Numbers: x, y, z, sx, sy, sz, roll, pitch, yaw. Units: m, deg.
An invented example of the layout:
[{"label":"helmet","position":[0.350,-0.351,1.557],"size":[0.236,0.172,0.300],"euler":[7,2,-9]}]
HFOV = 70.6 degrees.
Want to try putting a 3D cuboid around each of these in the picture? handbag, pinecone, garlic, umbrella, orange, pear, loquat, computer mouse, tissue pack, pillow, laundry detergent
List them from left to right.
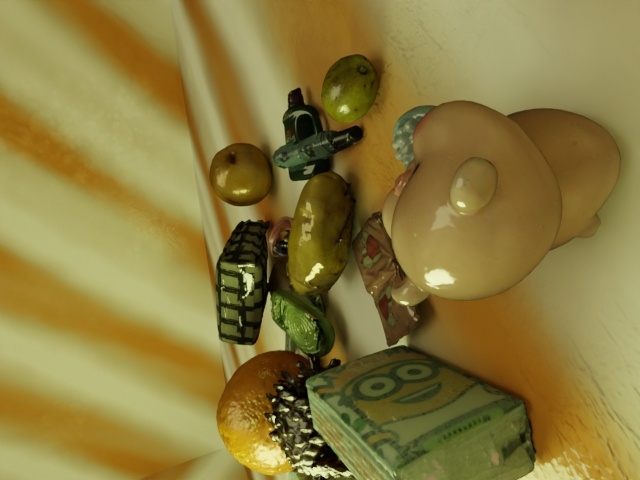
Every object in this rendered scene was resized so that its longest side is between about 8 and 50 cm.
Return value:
[{"label":"loquat","position":[-0.256,-0.210,1.461],"size":[0.208,0.207,0.208],"euler":[169,90,-67]},{"label":"handbag","position":[-0.246,0.123,1.519],"size":[0.327,0.162,0.326],"euler":[-80,-3,-61]},{"label":"orange","position":[-0.147,0.492,1.328],"size":[0.340,0.293,0.341],"euler":[12,-90,-77]},{"label":"garlic","position":[-0.111,0.157,1.434],"size":[0.196,0.086,0.102],"euler":[52,132,52]},{"label":"computer mouse","position":[-0.101,0.359,1.566],"size":[0.056,0.032,0.111],"euler":[-172,83,-65]},{"label":"laundry detergent","position":[-0.039,-0.259,1.089],"size":[0.144,0.078,0.222],"euler":[0,97,57]},{"label":"umbrella","position":[-0.011,-0.204,0.986],"size":[0.250,0.052,0.053],"euler":[-9,57,43]},{"label":"pinecone","position":[0.009,0.415,1.065],"size":[0.298,0.242,0.296],"euler":[-18,81,46]},{"label":"pear","position":[0.052,-0.276,0.831],"size":[0.131,0.107,0.107],"euler":[125,130,-64]},{"label":"pillow","position":[0.128,0.070,0.885],"size":[0.135,0.049,0.249],"euler":[115,142,-53]},{"label":"tissue pack","position":[0.138,0.287,0.731],"size":[0.310,0.227,0.128],"euler":[-171,71,-67]}]

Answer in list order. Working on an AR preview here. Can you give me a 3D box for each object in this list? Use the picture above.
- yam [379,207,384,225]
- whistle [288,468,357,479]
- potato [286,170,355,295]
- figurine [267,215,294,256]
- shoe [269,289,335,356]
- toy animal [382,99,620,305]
[{"label":"yam","position":[0.182,0.007,0.720],"size":[0.253,0.061,0.061],"euler":[45,140,51]},{"label":"whistle","position":[0.048,0.751,1.224],"size":[0.405,0.168,0.188],"euler":[-135,41,-53]},{"label":"potato","position":[0.000,0.000,1.003],"size":[0.173,0.140,0.301],"euler":[-65,-12,-60]},{"label":"figurine","position":[-0.064,-0.005,1.243],"size":[0.156,0.114,0.126],"euler":[1,137,38]},{"label":"shoe","position":[-0.042,0.201,1.235],"size":[0.262,0.128,0.140],"euler":[23,131,45]},{"label":"toy animal","position":[0.186,-0.042,0.488],"size":[0.210,0.220,0.230],"euler":[104,174,-47]}]
